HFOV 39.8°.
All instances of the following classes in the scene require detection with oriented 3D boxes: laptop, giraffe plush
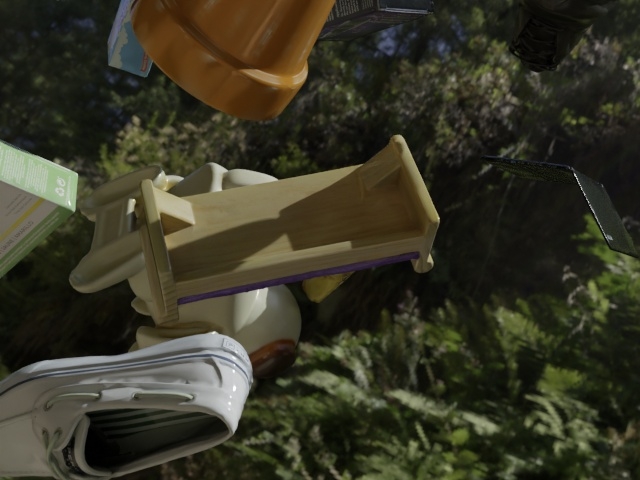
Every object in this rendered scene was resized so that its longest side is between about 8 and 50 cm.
[{"bbox_3d":[0.449,-0.062,1.648,0.265,0.136,0.234,11,0,31],"label":"laptop"},{"bbox_3d":[0.000,0.000,1.634,0.170,0.181,0.210,48,9,2],"label":"giraffe plush"}]

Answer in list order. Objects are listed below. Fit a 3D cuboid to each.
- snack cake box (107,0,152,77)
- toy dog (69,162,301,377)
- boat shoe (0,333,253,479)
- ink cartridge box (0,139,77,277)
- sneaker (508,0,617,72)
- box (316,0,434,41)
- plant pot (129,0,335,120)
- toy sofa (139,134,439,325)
[{"bbox_3d":[-0.372,-0.502,1.881,0.089,0.152,0.264,16,-63,-22],"label":"snack cake box"},{"bbox_3d":[-0.187,0.066,1.563,0.396,0.284,0.407,-29,-53,2],"label":"toy dog"},{"bbox_3d":[-0.156,0.124,0.597,0.226,0.075,0.083,-22,-62,14],"label":"boat shoe"},{"bbox_3d":[-0.377,-0.052,0.837,0.235,0.056,0.171,26,-46,-37],"label":"ink cartridge box"},{"bbox_3d":[0.276,-0.258,1.034,0.109,0.286,0.130,34,-72,12],"label":"sneaker"},{"bbox_3d":[0.063,-0.416,1.512,0.207,0.153,0.108,-7,-86,45],"label":"box"},{"bbox_3d":[-0.071,-0.268,0.962,0.205,0.205,0.188,37,-60,-11],"label":"plant pot"},{"bbox_3d":[-0.043,0.001,1.139,0.363,0.150,0.177,-11,-34,-13],"label":"toy sofa"}]
